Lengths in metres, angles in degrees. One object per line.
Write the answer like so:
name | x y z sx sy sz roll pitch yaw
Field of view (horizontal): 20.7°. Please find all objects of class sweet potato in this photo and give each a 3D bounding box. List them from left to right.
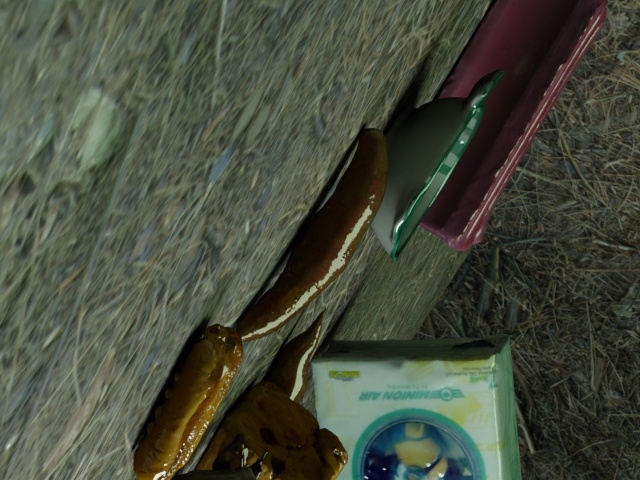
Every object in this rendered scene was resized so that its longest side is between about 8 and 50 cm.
sweet potato | -0.040 0.167 2.119 0.195 0.056 0.056 -64 172 7
sweet potato | 0.001 0.006 1.727 0.255 0.058 0.078 -55 156 -10

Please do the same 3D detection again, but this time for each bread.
bread | -0.064 0.275 2.027 0.158 0.149 0.143 -63 168 28

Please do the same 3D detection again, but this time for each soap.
soap | 0.222 -0.165 2.208 0.360 0.128 0.233 -59 171 2

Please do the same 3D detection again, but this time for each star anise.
star anise | -0.121 0.300 1.897 0.157 0.053 0.212 -16 127 -39

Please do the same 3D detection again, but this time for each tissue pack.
tissue pack | 0.146 0.338 2.532 0.162 0.287 0.388 -31 117 -67

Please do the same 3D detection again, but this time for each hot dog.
hot dog | -0.116 0.144 1.540 0.165 0.045 0.071 -62 170 23

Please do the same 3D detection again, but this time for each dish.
dish | 0.106 -0.095 1.912 0.246 0.078 0.224 -62 172 28

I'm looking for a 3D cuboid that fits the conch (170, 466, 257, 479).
conch | -0.138 0.326 1.738 0.291 0.159 0.210 -6 130 -29
